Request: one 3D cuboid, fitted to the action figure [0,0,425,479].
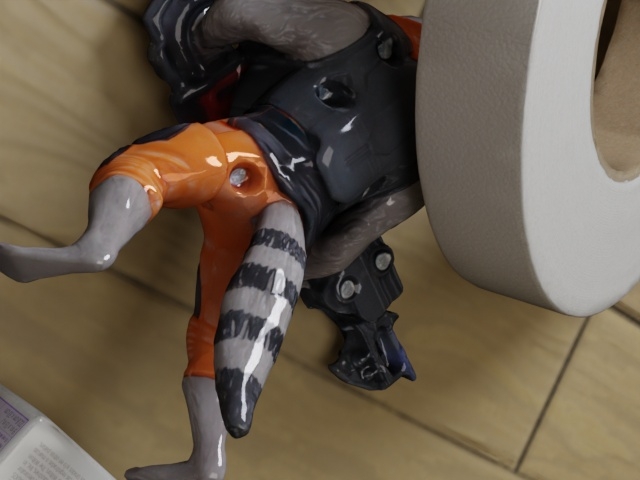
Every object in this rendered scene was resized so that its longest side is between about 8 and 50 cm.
[{"bbox_3d":[0.000,0.000,0.815,0.330,0.178,0.341,-52,126,-30],"label":"action figure"}]

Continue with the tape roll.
[{"bbox_3d":[0.185,-0.144,0.876,0.392,0.072,0.392,-35,133,-48],"label":"tape roll"}]

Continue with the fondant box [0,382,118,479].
[{"bbox_3d":[-0.204,0.283,0.803,0.330,0.096,0.238,-50,119,-15],"label":"fondant box"}]
